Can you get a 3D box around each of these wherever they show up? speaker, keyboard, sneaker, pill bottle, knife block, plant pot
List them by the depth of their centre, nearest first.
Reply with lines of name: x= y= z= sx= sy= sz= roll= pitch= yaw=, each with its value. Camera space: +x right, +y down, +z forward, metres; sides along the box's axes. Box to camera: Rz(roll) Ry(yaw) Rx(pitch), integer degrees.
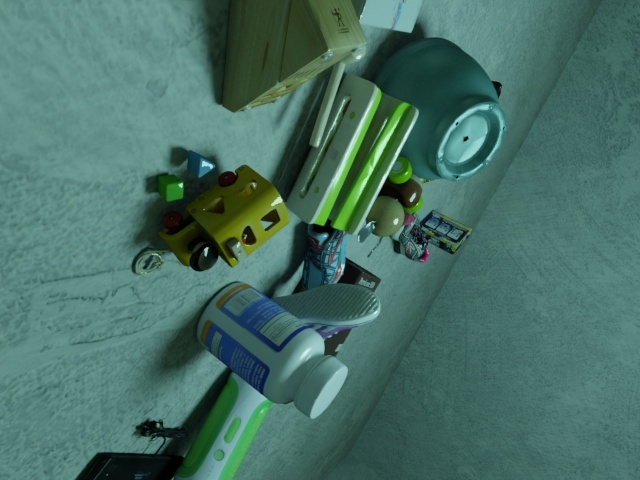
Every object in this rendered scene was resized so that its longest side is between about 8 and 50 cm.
knife block: x=-0.058 y=-0.322 z=0.623 sx=0.276 sy=0.242 sz=0.088 roll=-17 pitch=-170 yaw=44
pill bottle: x=-0.089 y=0.208 z=0.948 sx=0.152 sy=0.272 sz=0.152 roll=-45 pitch=154 yaw=-29
keyboard: x=-0.358 y=0.452 z=1.021 sx=0.201 sy=0.033 sz=0.317 roll=-52 pitch=157 yaw=-13
plant pot: x=0.256 y=-0.244 z=1.045 sx=0.293 sy=0.196 sz=0.293 roll=-18 pitch=134 yaw=-21
sneaker: x=0.000 y=0.000 z=1.120 sx=0.125 sy=0.104 sz=0.261 roll=3 pitch=106 yaw=-58
sneaker: x=0.007 y=0.186 z=1.132 sx=0.102 sy=0.282 sz=0.161 roll=-82 pitch=157 yaw=-43
speaker: x=-0.212 y=0.440 z=1.136 sx=0.296 sy=0.131 sz=0.131 roll=-62 pitch=159 yaw=-17
sneaker: x=0.319 y=-0.017 z=1.709 sx=0.121 sy=0.112 sz=0.299 roll=-55 pitch=156 yaw=-9

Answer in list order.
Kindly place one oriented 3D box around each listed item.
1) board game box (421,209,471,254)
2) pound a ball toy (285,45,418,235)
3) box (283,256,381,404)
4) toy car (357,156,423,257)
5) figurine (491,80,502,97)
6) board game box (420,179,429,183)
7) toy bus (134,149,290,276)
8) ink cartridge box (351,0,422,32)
board game box: x=0.466 y=-0.033 z=1.910 sx=0.141 sy=0.170 sz=0.048 roll=-37 pitch=148 yaw=-40
pound a ball toy: x=0.028 y=-0.190 z=0.919 sx=0.208 sy=0.136 sz=0.319 roll=13 pitch=109 yaw=-40
box: x=-0.010 y=0.221 z=1.304 sx=0.381 sy=0.143 sz=0.191 roll=-61 pitch=157 yaw=2
toy car: x=0.120 y=-0.062 z=1.050 sx=0.188 sy=0.149 sz=0.155 roll=-66 pitch=150 yaw=-17
figurine: x=0.350 y=-0.316 z=1.245 sx=0.092 sy=0.209 sz=0.214 roll=11 pitch=117 yaw=-19
board game box: x=0.348 y=-0.314 z=1.469 sx=0.193 sy=0.053 sz=0.305 roll=-22 pitch=138 yaw=-54
toy bus: x=-0.142 y=-0.013 z=0.730 sx=0.191 sy=0.104 sz=0.202 roll=-2 pitch=121 yaw=-47
ink cartridge box: x=0.064 y=-0.382 z=0.710 sx=0.176 sy=0.128 sz=0.127 roll=-25 pitch=140 yaw=-54
